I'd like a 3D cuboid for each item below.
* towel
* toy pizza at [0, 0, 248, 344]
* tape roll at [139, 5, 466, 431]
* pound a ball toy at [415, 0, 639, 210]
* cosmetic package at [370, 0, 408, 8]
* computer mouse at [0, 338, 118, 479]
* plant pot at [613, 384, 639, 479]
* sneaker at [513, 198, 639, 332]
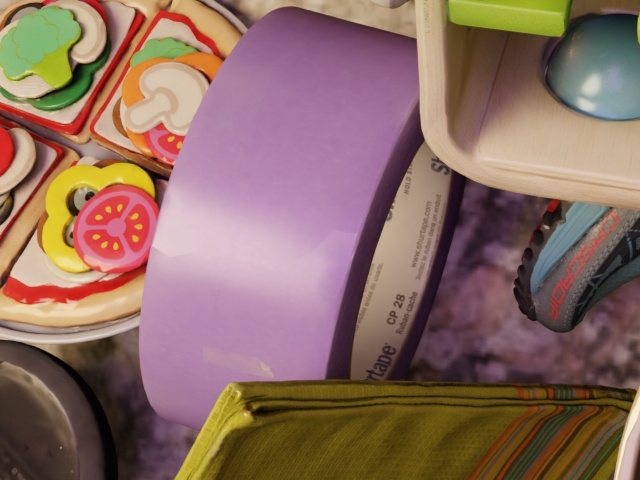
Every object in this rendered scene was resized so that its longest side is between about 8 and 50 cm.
[{"bbox_3d":[0.038,0.102,0.601,0.021,0.237,0.102,48,120,40],"label":"towel"},{"bbox_3d":[-0.117,-0.047,0.709,0.201,0.032,0.201,-5,65,12],"label":"toy pizza"},{"bbox_3d":[0.000,0.000,0.633,0.080,0.189,0.189,16,93,14],"label":"tape roll"},{"bbox_3d":[0.099,-0.170,0.601,0.208,0.136,0.319,8,54,15],"label":"pound a ball toy"},{"bbox_3d":[-0.045,-0.355,0.430,0.394,0.329,0.327,31,62,14],"label":"cosmetic package"},{"bbox_3d":[-0.195,0.147,0.751,0.272,0.072,0.188,-43,79,22],"label":"computer mouse"},{"bbox_3d":[0.241,0.085,0.519,0.256,0.274,0.256,0,91,15],"label":"plant pot"},{"bbox_3d":[0.202,-0.031,0.624,0.262,0.104,0.125,-40,83,12],"label":"sneaker"}]
